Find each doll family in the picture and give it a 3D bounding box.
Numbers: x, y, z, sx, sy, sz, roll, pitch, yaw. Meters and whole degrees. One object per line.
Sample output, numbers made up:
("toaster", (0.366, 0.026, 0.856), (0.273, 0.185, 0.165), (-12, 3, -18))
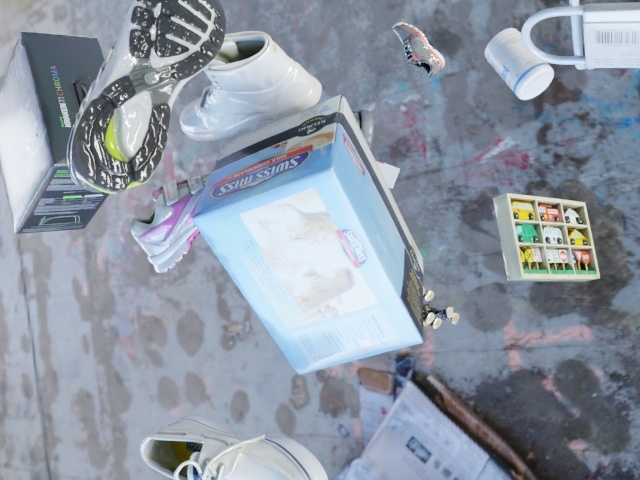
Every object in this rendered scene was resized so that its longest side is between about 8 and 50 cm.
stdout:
("doll family", (0.174, 0.126, 1.340), (0.076, 0.193, 0.111), (-55, 25, -12))

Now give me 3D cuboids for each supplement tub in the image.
("supplement tub", (0.333, -0.296, 1.143), (0.071, 0.071, 0.107), (-47, 58, 30))

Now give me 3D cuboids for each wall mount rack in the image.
("wall mount rack", (0.483, -0.301, 0.977), (0.350, 0.304, 0.131), (9, 69, 27))

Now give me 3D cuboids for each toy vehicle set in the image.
("toy vehicle set", (0.458, -0.002, 1.364), (0.035, 0.266, 0.166), (-22, 71, 50))

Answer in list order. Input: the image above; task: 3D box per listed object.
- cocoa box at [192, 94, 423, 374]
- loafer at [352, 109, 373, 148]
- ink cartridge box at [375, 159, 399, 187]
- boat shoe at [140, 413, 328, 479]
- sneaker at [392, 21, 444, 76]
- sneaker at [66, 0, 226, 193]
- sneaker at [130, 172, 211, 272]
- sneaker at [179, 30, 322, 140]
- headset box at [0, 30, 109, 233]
("cocoa box", (0.000, 0.000, 1.077), (0.231, 0.228, 0.347), (-18, 122, 19))
("loafer", (0.019, -0.166, 1.295), (0.302, 0.095, 0.109), (126, 145, -69))
("ink cartridge box", (0.152, -0.181, 1.816), (0.099, 0.135, 0.056), (21, 94, 0))
("boat shoe", (-0.167, 0.375, 1.108), (0.367, 0.156, 0.136), (9, 100, 38))
("sneaker", (0.227, -0.458, 1.640), (0.158, 0.061, 0.065), (42, 78, -2))
("sneaker", (-0.208, -0.182, 0.768), (0.121, 0.111, 0.300), (-9, 51, 51))
("sneaker", (-0.231, -0.065, 1.182), (0.252, 0.111, 0.103), (-46, 20, -2))
("sneaker", (-0.162, -0.265, 1.141), (0.292, 0.169, 0.108), (-10, 59, 33))
("headset box", (-0.450, -0.181, 1.163), (0.283, 0.131, 0.246), (-37, 67, 47))
